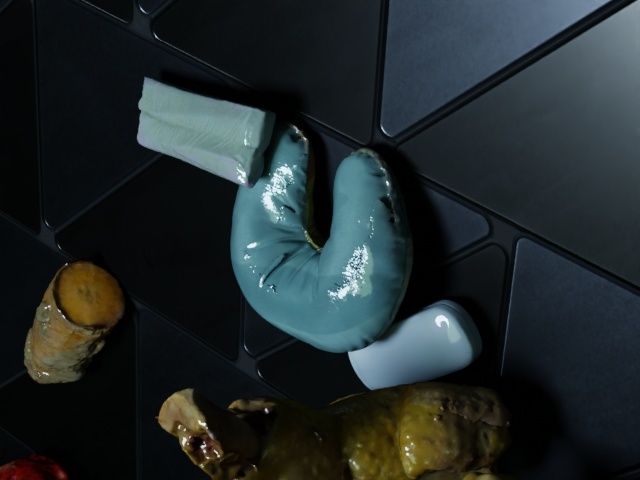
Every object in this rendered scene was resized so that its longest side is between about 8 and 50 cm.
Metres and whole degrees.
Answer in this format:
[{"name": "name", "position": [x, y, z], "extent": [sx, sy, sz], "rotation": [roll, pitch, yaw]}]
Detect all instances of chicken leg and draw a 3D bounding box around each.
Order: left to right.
[{"name": "chicken leg", "position": [0.028, 0.195, 1.783], "extent": [0.295, 0.409, 0.182], "rotation": [-21, 58, 30]}]

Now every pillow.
[{"name": "pillow", "position": [0.000, 0.000, 1.862], "extent": [0.233, 0.086, 0.214], "rotation": [20, 109, 46]}]

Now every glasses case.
[{"name": "glasses case", "position": [0.091, 0.106, 1.860], "extent": [0.178, 0.045, 0.067], "rotation": [-24, 96, 52]}]

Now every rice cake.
[{"name": "rice cake", "position": [-0.123, -0.114, 1.946], "extent": [0.222, 0.042, 0.080], "rotation": [21, 102, 51]}]

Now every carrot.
[{"name": "carrot", "position": [-0.314, 0.119, 2.305], "extent": [0.102, 0.102, 0.263], "rotation": [55, 147, 10]}]

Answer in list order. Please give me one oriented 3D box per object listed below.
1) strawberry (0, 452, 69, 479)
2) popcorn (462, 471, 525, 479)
[{"name": "strawberry", "position": [-0.381, 0.454, 2.431], "extent": [0.317, 0.295, 0.345], "rotation": [76, 179, -78]}, {"name": "popcorn", "position": [0.175, 0.347, 1.710], "extent": [0.316, 0.297, 0.281], "rotation": [27, 137, -2]}]
